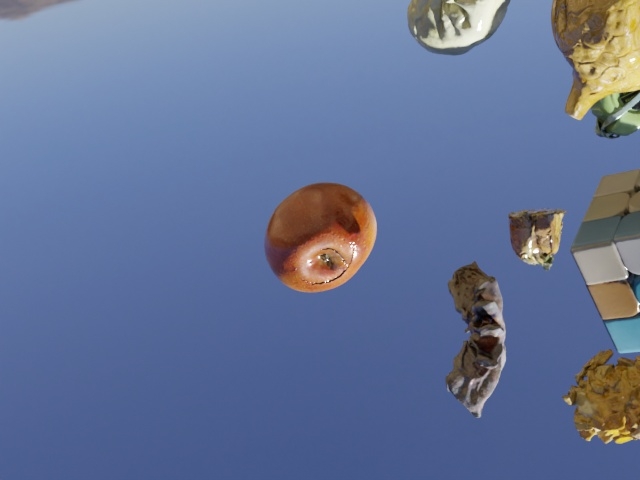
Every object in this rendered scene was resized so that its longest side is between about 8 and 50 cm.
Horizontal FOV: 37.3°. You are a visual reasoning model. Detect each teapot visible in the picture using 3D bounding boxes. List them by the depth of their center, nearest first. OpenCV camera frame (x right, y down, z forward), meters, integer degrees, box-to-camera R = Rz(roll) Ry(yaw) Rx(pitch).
[{"bbox_3d":[0.388,-0.315,1.279,0.203,0.311,0.167,11,180,-44],"label":"teapot"}]

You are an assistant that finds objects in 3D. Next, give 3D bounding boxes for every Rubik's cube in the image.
[{"bbox_3d":[0.861,0.032,2.315,0.344,0.346,0.347,-11,-153,37],"label":"Rubik's cube"}]

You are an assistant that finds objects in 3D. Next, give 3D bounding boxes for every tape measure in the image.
[{"bbox_3d":[0.554,-0.270,1.701,0.178,0.154,0.087,-33,-165,-8],"label":"tape measure"}]

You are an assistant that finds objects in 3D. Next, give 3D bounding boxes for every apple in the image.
[{"bbox_3d":[0.000,0.000,1.883,0.211,0.234,0.173,17,-155,-21],"label":"apple"}]

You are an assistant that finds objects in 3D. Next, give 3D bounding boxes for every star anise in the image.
[{"bbox_3d":[0.277,0.176,1.688,0.111,0.257,0.198,0,-174,6],"label":"star anise"}]

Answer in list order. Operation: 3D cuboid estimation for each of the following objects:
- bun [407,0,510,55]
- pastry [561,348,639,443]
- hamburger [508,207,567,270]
[{"bbox_3d":[0.230,-0.417,1.551,0.145,0.229,0.229,28,176,-35],"label":"bun"},{"bbox_3d":[0.498,0.232,1.462,0.250,0.154,0.102,-5,160,11],"label":"pastry"},{"bbox_3d":[0.361,-0.004,1.606,0.087,0.102,0.176,8,-173,21],"label":"hamburger"}]
